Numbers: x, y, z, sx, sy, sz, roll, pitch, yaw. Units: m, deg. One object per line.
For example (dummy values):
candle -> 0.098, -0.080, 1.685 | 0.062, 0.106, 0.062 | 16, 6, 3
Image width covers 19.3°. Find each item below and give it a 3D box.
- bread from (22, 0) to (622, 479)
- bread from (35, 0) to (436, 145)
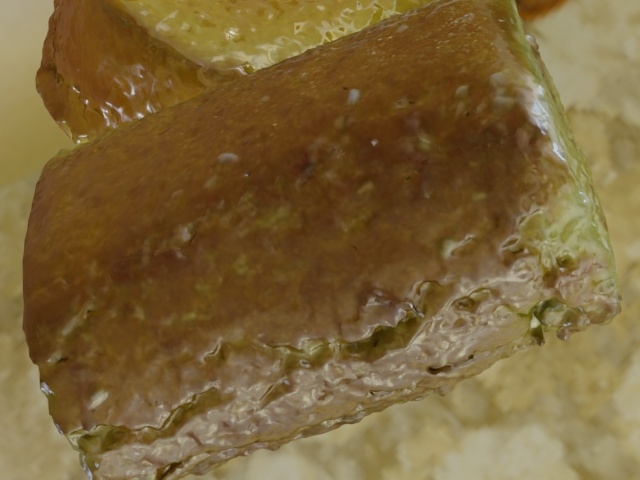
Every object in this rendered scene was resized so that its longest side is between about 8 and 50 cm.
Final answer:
bread -> 0.000, 0.000, 0.586 | 0.172, 0.132, 0.103 | -21, 118, 9
bread -> -0.025, -0.109, 1.002 | 0.268, 0.268, 0.146 | -30, 150, -36
